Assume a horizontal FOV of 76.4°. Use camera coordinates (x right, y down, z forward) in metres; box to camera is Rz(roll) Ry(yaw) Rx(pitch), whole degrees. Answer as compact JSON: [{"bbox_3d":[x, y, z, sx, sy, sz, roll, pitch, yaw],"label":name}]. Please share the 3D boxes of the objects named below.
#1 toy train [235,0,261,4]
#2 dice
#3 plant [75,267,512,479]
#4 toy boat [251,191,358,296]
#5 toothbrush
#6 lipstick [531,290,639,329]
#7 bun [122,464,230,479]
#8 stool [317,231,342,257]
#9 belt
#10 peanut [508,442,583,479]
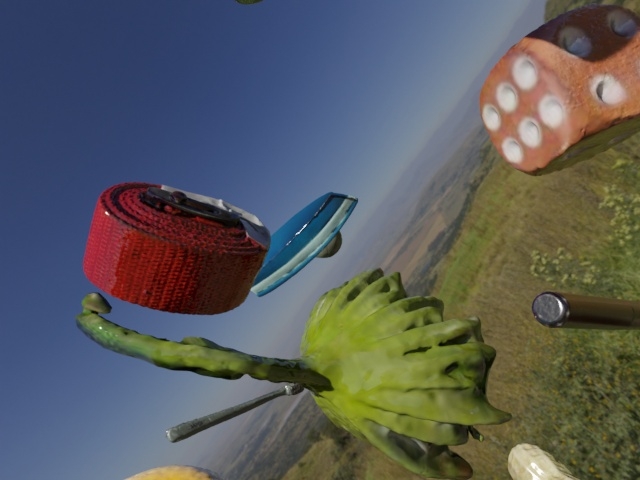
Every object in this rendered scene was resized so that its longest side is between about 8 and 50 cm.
[{"bbox_3d":[-0.069,-0.565,0.758,0.327,0.129,0.159,-28,-3,-8],"label":"toy train"},{"bbox_3d":[0.356,-0.204,0.585,0.179,0.173,0.175,-23,-11,-14],"label":"dice"},{"bbox_3d":[-0.004,0.137,0.362,0.334,0.251,0.180,-6,-74,-40],"label":"plant"},{"bbox_3d":[-0.048,0.001,0.823,0.299,0.062,0.096,-41,30,20],"label":"toy boat"},{"bbox_3d":[-0.160,0.342,0.824,0.298,0.030,0.031,-8,-6,-35],"label":"toothbrush"},{"bbox_3d":[0.472,0.121,0.679,0.357,0.057,0.057,8,-48,-33],"label":"lipstick"},{"bbox_3d":[-0.169,0.356,0.338,0.299,0.299,0.165,-51,-40,-5],"label":"bun"},{"bbox_3d":[0.000,0.000,1.060,0.096,0.096,0.110,-51,8,-13],"label":"stool"},{"bbox_3d":[-0.162,0.002,0.485,0.124,0.201,0.128,-63,25,26],"label":"belt"},{"bbox_3d":[0.559,0.583,0.919,0.120,0.136,0.298,-57,19,-4],"label":"peanut"}]
